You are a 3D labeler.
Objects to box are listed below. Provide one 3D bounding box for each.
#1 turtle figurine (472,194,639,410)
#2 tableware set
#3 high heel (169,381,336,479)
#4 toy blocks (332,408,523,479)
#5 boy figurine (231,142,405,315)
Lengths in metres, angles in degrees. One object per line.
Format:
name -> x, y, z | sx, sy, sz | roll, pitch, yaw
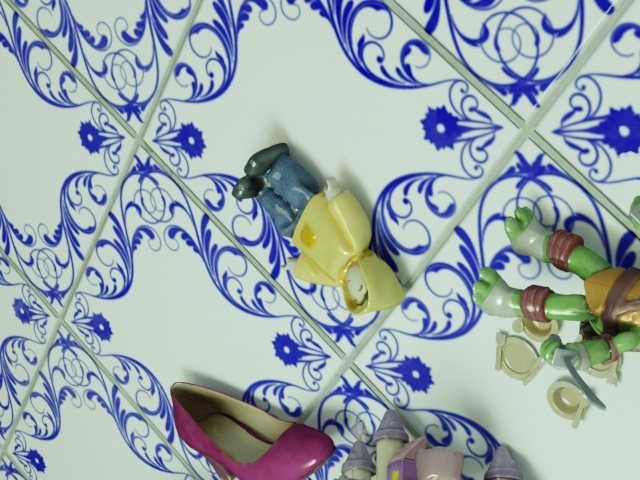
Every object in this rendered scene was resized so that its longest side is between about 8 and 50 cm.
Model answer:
turtle figurine -> 0.292, 0.038, 1.178 | 0.266, 0.274, 0.198 | 17, 105, 44
tableware set -> 0.299, 0.152, 1.364 | 0.168, 0.020, 0.141 | 33, 128, 24
high heel -> -0.124, 0.299, 1.694 | 0.377, 0.127, 0.181 | -20, 107, 53
toy blocks -> 0.092, 0.346, 1.479 | 0.288, 0.309, 0.260 | -38, 42, 52
boy figurine -> 0.000, 0.000, 1.499 | 0.285, 0.092, 0.177 | 49, 131, 16
